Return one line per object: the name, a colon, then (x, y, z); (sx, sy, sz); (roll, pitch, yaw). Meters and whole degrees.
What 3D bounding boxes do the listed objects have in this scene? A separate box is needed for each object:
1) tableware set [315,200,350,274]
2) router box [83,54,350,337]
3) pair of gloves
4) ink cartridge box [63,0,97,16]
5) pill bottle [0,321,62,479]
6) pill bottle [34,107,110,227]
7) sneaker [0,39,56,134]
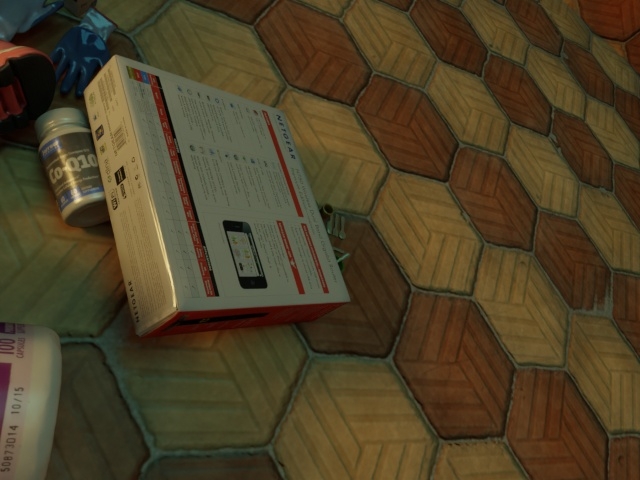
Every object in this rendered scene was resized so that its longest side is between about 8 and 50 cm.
tableware set: (0.000, 0.000, 0.903); (0.104, 0.024, 0.154); (21, 54, -23)
router box: (-0.128, -0.050, 0.754); (0.301, 0.082, 0.335); (6, 59, -51)
pair of gloves: (-0.378, -0.294, 0.794); (0.198, 0.023, 0.159); (33, 57, -30)
ink cartridge box: (-0.354, -0.384, 0.845); (0.028, 0.083, 0.048); (38, 48, -10)
pill bottle: (-0.386, 0.141, 0.455); (0.302, 0.169, 0.169); (10, 59, -31)
pill bottle: (-0.305, -0.093, 0.710); (0.078, 0.078, 0.137); (-15, 73, -40)
sneaker: (-0.463, -0.143, 0.634); (0.136, 0.115, 0.314); (30, 49, 15)
